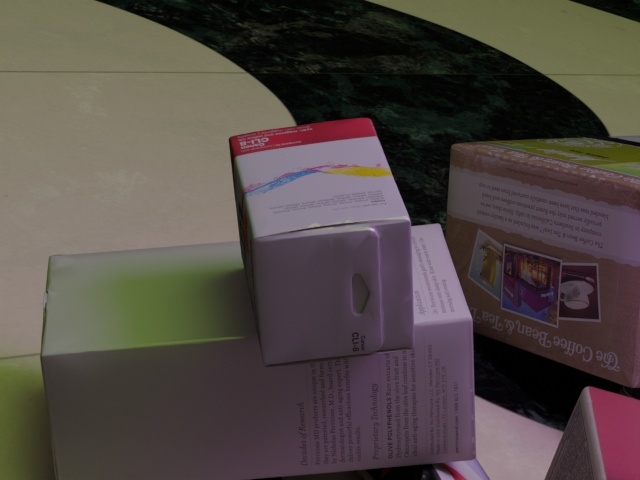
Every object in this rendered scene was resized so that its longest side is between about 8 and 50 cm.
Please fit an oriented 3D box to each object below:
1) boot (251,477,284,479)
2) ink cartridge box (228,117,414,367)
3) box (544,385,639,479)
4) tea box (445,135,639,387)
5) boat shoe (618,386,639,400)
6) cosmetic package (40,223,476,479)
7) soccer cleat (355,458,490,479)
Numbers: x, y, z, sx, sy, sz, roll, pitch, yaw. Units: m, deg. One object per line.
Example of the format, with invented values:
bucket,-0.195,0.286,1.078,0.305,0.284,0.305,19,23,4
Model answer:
boot,-0.028,0.225,1.530,0.099,0.045,0.121,20,31,12
ink cartridge box,0.000,0.000,1.404,0.127,0.128,0.176,-8,31,-6
box,0.280,0.260,1.536,0.127,0.148,0.232,17,24,-4
tea box,0.361,0.012,1.930,0.324,0.220,0.329,-5,14,-34
boat shoe,0.446,0.192,1.891,0.228,0.076,0.080,24,24,16
cosmetic package,-0.057,0.100,1.521,0.366,0.155,0.197,-5,27,-2
soccer cleat,0.101,0.216,1.597,0.116,0.108,0.318,34,15,-20
